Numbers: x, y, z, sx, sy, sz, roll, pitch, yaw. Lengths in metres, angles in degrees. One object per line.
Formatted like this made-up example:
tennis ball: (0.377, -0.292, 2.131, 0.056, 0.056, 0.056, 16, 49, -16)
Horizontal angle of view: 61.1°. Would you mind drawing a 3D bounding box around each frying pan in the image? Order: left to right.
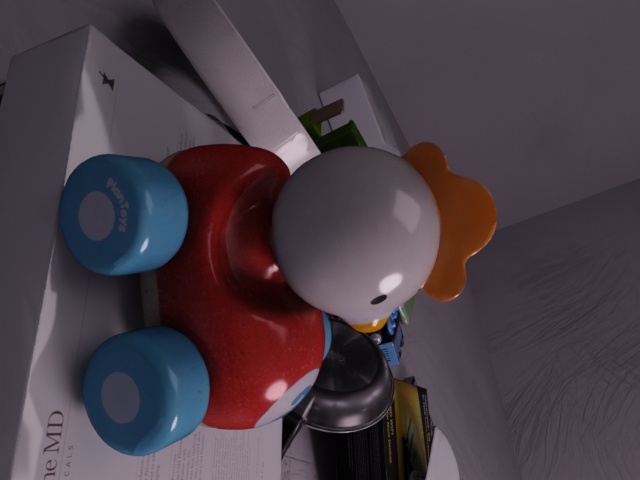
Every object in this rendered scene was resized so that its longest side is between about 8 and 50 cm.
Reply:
frying pan: (-0.035, 0.187, 0.703, 0.326, 0.053, 0.197, -17, 46, -41)

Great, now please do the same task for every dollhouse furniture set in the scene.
dollhouse furniture set: (0.075, -0.163, 1.289, 0.301, 0.152, 0.197, 55, 23, -33)

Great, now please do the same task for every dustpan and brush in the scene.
dustpan and brush: (0.178, 0.386, 0.827, 0.211, 0.060, 0.147, 48, 49, -38)

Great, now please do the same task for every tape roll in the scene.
tape roll: (-0.100, -0.212, 0.819, 0.391, 0.072, 0.392, 55, 4, -6)

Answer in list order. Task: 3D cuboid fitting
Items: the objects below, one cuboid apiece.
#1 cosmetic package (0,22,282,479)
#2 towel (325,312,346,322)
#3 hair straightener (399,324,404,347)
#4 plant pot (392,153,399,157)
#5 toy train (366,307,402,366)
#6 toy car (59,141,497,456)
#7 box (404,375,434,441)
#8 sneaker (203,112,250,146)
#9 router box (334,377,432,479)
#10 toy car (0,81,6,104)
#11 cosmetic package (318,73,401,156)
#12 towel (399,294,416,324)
cosmetic package: (-0.138, 0.069, 0.454, 0.284, 0.098, 0.376, 37, 49, -59)
towel: (0.000, 0.000, 1.027, 0.237, 0.037, 0.329, 55, 19, -15)
hair straightener: (0.156, 0.169, 1.329, 0.089, 0.047, 0.230, 25, 50, -62)
plant pot: (0.080, -0.006, 0.932, 0.187, 0.188, 0.167, 57, 31, -12)
toy train: (0.137, 0.201, 1.187, 0.184, 0.080, 0.105, -48, 124, -71)
toy car: (0.000, 0.022, 0.371, 0.219, 0.238, 0.210, -3, 84, -64)
box: (0.230, 0.414, 1.265, 0.162, 0.029, 0.116, 69, 19, -2)
sneaker: (-0.086, -0.003, 0.722, 0.148, 0.131, 0.349, 6, 64, -63)
router box: (0.109, 0.376, 0.836, 0.243, 0.081, 0.308, 35, 48, -57)
toy car: (-0.254, -0.041, 0.438, 0.238, 0.053, 0.225, 68, 19, 0)
cosmetic package: (0.125, -0.351, 1.650, 0.225, 0.138, 0.223, -1, 70, -68)
towel: (0.196, 0.049, 1.562, 0.324, 0.038, 0.248, 66, 21, -11)
